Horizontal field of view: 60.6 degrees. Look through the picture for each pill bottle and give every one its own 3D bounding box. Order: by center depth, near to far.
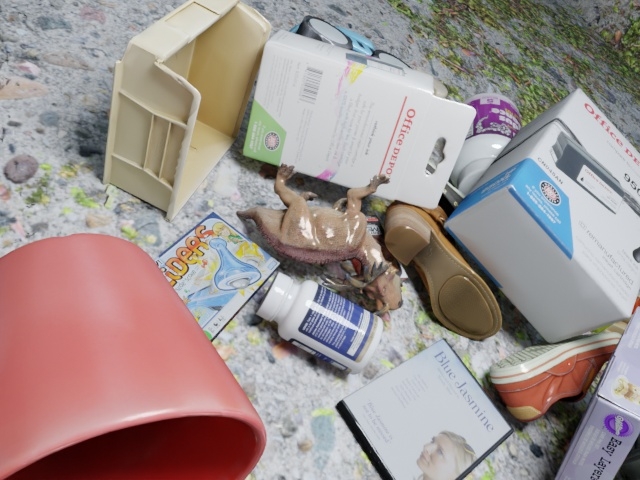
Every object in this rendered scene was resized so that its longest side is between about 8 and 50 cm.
[{"bbox_3d":[-0.003,0.115,0.793,0.169,0.094,0.094,29,43,-6],"label":"pill bottle"},{"bbox_3d":[0.381,-0.198,1.255,0.169,0.169,0.301,26,43,-9],"label":"pill bottle"}]

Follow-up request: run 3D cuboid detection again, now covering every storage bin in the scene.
[{"bbox_3d":[-0.203,-0.219,0.852,0.123,0.260,0.262,27,43,-2],"label":"storage bin"}]

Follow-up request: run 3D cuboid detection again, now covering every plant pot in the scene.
[{"bbox_3d":[-0.222,0.141,0.532,0.275,0.275,0.243,-4,45,-34],"label":"plant pot"}]

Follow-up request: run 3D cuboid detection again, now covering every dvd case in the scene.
[{"bbox_3d":[0.164,0.265,0.814,0.253,0.022,0.180,-18,63,-41],"label":"dvd case"}]

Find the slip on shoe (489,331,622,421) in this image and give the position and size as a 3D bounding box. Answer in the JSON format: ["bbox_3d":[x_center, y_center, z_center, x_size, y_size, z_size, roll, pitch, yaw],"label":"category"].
[{"bbox_3d":[0.423,0.227,0.954,0.331,0.123,0.101,-9,80,-37],"label":"slip on shoe"}]

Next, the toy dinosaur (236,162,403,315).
[{"bbox_3d":[0.000,0.000,0.859,0.295,0.127,0.200,9,67,1],"label":"toy dinosaur"}]

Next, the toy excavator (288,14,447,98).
[{"bbox_3d":[0.107,-0.349,1.215,0.433,0.222,0.445,24,35,-13],"label":"toy excavator"}]

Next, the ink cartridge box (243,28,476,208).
[{"bbox_3d":[0.064,-0.207,0.953,0.353,0.207,0.119,18,31,0],"label":"ink cartridge box"}]

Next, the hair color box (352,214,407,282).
[{"bbox_3d":[0.090,0.020,0.972,0.072,0.043,0.141,-2,55,-33],"label":"hair color box"}]

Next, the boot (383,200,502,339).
[{"bbox_3d":[0.225,0.033,1.018,0.283,0.109,0.220,41,25,-5],"label":"boot"}]

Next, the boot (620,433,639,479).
[{"bbox_3d":[0.637,0.396,0.907,0.348,0.131,0.260,-22,69,-46],"label":"boot"}]

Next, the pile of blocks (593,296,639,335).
[{"bbox_3d":[0.549,0.080,1.150,0.362,0.112,0.149,40,43,7],"label":"pile of blocks"}]

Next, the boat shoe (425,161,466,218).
[{"bbox_3d":[0.222,-0.102,1.135,0.228,0.081,0.069,36,39,-1],"label":"boat shoe"}]

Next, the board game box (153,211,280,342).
[{"bbox_3d":[-0.166,0.056,0.790,0.136,0.035,0.201,37,43,3],"label":"board game box"}]

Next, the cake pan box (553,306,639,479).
[{"bbox_3d":[0.436,0.258,0.824,0.070,0.246,0.267,27,36,28],"label":"cake pan box"}]

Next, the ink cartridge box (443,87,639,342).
[{"bbox_3d":[0.449,-0.060,1.004,0.285,0.166,0.395,47,52,-2],"label":"ink cartridge box"}]
